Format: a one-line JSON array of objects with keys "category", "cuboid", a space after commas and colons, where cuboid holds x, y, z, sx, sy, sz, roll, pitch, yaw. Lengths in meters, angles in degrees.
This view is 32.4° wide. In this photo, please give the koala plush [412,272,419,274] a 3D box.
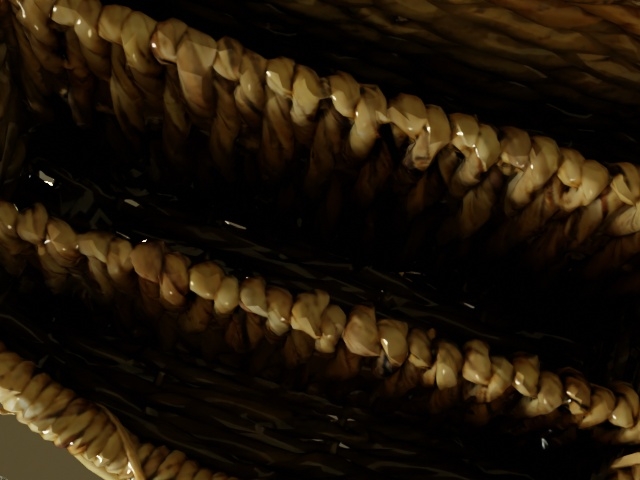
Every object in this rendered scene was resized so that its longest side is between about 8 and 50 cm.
[{"category": "koala plush", "cuboid": [0.033, -0.087, 1.001, 0.221, 0.196, 0.203, 28, -175, 11]}]

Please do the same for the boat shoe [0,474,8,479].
[{"category": "boat shoe", "cuboid": [-0.291, 0.276, 0.745, 0.258, 0.095, 0.084, -45, -55, -17]}]

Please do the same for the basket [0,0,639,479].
[{"category": "basket", "cuboid": [0.000, 0.000, 0.402, 0.299, 0.223, 0.213, 19, -108, -2]}]
